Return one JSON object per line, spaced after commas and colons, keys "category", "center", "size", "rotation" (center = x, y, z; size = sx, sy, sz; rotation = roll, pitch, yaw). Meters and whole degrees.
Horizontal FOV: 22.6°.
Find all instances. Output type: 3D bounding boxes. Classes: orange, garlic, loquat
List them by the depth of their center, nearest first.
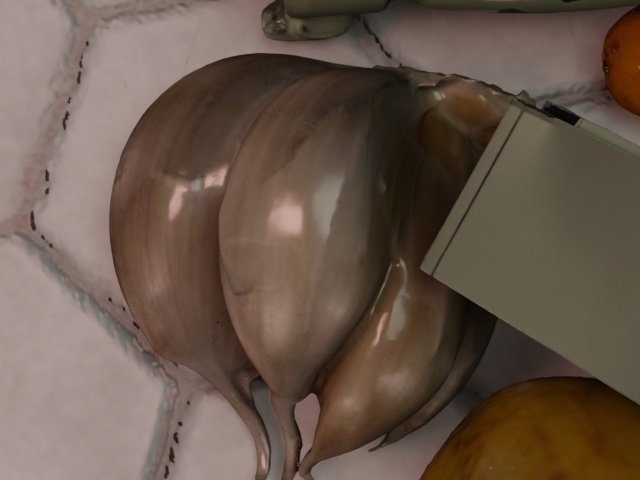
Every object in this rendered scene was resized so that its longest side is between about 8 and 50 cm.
{"category": "loquat", "center": [0.139, 0.177, 0.920], "size": [0.246, 0.213, 0.214], "rotation": [6, 75, -46]}
{"category": "garlic", "center": [0.000, 0.000, 0.995], "size": [0.237, 0.210, 0.292], "rotation": [46, 67, -36]}
{"category": "orange", "center": [0.229, -0.121, 1.081], "size": [0.083, 0.083, 0.084], "rotation": [2, 78, -11]}

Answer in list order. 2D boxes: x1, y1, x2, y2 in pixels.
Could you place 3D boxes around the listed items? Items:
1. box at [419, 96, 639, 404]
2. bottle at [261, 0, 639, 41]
{"category": "box", "center": [0.221, 0.039, 0.901], "size": [0.225, 0.225, 0.117], "rotation": [24, 96, -47]}
{"category": "bottle", "center": [0.094, -0.248, 1.018], "size": [0.351, 0.229, 0.229], "rotation": [-7, 80, -5]}
